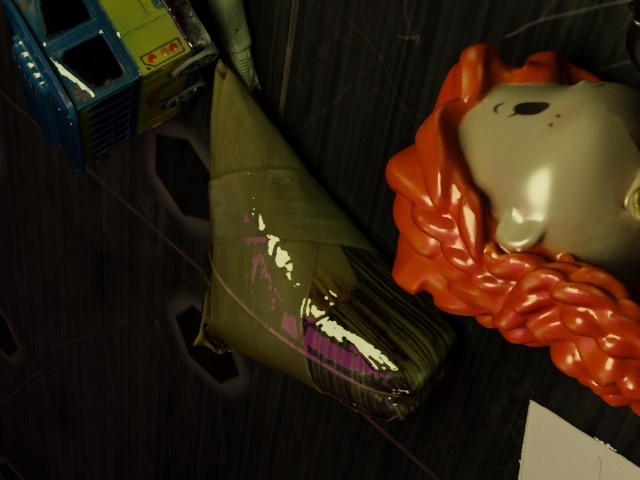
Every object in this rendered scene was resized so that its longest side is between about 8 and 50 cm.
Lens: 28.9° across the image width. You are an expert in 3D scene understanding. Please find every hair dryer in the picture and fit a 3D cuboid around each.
[{"bbox_3d":[-0.132,-0.289,1.214,0.229,0.092,0.267,50,158,23],"label":"hair dryer"}]

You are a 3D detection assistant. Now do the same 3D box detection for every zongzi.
[{"bbox_3d":[0.000,0.000,1.227,0.289,0.154,0.317,19,127,33],"label":"zongzi"}]

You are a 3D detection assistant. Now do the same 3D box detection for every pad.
[{"bbox_3d":[0.262,0.273,1.245,0.156,0.004,0.232,31,140,34],"label":"pad"}]

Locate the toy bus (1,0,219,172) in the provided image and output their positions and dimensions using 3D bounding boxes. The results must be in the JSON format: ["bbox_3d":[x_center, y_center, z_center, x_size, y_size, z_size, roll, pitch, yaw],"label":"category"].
[{"bbox_3d":[-0.214,-0.182,1.249,0.138,0.175,0.288,59,168,2],"label":"toy bus"}]

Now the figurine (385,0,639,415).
[{"bbox_3d":[0.236,-0.043,0.823,0.306,0.241,0.412,49,138,-4],"label":"figurine"}]
